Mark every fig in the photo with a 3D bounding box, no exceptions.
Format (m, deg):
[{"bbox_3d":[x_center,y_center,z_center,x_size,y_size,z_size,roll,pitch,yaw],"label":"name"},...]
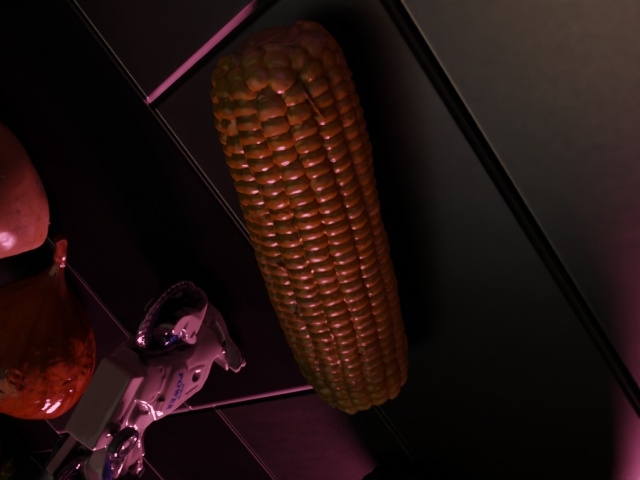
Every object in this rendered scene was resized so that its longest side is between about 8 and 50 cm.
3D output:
[{"bbox_3d":[-0.287,0.070,0.629,0.146,0.134,0.201,18,102,2],"label":"fig"}]

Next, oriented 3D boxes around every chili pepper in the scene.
[{"bbox_3d":[-0.608,0.418,1.162,0.208,0.043,0.049,-12,128,41],"label":"chili pepper"}]

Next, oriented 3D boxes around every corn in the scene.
[{"bbox_3d":[0.000,0.000,0.374,0.081,0.081,0.248,7,127,31],"label":"corn"}]

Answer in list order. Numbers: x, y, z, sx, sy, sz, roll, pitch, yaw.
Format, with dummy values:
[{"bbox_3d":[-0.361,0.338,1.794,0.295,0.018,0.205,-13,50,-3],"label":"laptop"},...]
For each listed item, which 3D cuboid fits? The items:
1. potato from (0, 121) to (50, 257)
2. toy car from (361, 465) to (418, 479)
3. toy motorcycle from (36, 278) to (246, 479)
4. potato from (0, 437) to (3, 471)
[{"bbox_3d":[-0.298,-0.048,0.531,0.112,0.112,0.147,-28,98,45],"label":"potato"},{"bbox_3d":[0.101,0.313,0.477,0.255,0.188,0.190,2,130,31],"label":"toy car"},{"bbox_3d":[-0.144,0.132,0.516,0.102,0.221,0.150,30,180,16],"label":"toy motorcycle"},{"bbox_3d":[-0.581,0.295,0.953,0.196,0.176,0.369,27,140,18],"label":"potato"}]
